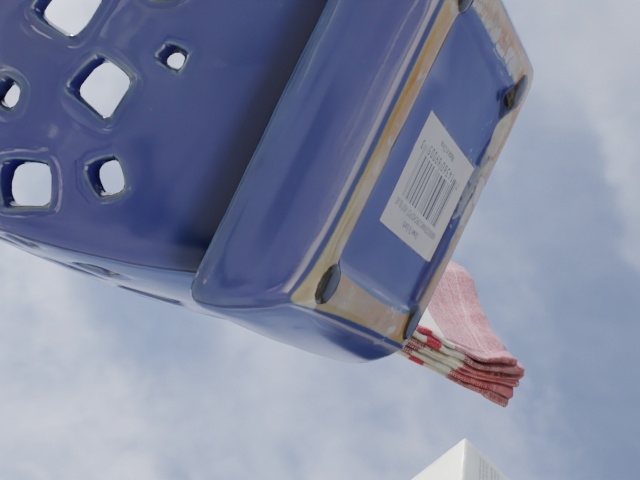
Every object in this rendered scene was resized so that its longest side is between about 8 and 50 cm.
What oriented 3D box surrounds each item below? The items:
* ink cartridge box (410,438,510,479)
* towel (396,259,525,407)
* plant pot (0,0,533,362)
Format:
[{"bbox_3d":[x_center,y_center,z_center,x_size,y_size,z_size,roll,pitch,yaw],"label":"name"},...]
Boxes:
[{"bbox_3d":[0.212,0.400,1.221,0.131,0.226,0.306,-41,-80,22],"label":"ink cartridge box"},{"bbox_3d":[0.000,0.000,0.911,0.329,0.237,0.037,28,-75,-16],"label":"towel"},{"bbox_3d":[-0.032,-0.069,0.566,0.212,0.236,0.236,24,-94,23],"label":"plant pot"}]
